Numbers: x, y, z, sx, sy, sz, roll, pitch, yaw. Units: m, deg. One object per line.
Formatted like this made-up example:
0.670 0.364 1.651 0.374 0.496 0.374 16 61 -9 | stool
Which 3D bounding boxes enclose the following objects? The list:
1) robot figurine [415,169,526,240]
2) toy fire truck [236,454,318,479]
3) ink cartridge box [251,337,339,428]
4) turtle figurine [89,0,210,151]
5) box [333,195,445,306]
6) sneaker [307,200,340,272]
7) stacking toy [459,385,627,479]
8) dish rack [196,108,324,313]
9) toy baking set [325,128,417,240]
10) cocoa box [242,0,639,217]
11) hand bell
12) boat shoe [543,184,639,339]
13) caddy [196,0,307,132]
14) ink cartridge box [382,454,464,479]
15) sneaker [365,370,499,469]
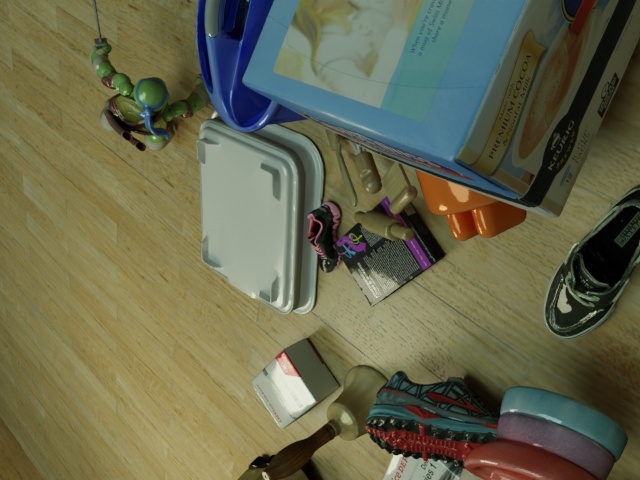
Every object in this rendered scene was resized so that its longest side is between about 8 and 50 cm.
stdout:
0.163 -0.112 0.771 0.128 0.158 0.220 -17 97 8 | robot figurine
-0.070 0.579 1.342 0.217 0.158 0.246 -27 99 49 | toy fire truck
-0.049 0.263 1.220 0.109 0.063 0.150 55 138 13 | ink cartridge box
-0.290 -0.277 1.160 0.266 0.197 0.275 -23 79 65 | turtle figurine
0.095 0.014 0.978 0.162 0.029 0.116 -42 75 47 | box
0.000 0.000 1.052 0.047 0.057 0.119 17 121 39 | sneaker
0.322 0.265 0.765 0.308 0.130 0.279 25 158 5 | stacking toy
-0.123 -0.042 1.155 0.285 0.072 0.333 27 127 36 | dish rack
0.069 -0.102 0.895 0.256 0.030 0.197 -163 64 -70 | toy baking set
0.137 -0.230 0.568 0.231 0.228 0.347 28 98 36 | cocoa box
0.004 0.303 1.046 0.126 0.242 0.126 22 123 40 | hand bell
0.300 0.033 0.735 0.077 0.070 0.219 41 133 27 | boat shoe
-0.062 -0.304 0.852 0.241 0.179 0.341 52 138 36 | caddy
0.205 0.372 0.977 0.219 0.092 0.160 36 130 30 | ink cartridge box
0.200 0.238 0.912 0.261 0.125 0.104 11 135 15 | sneaker
